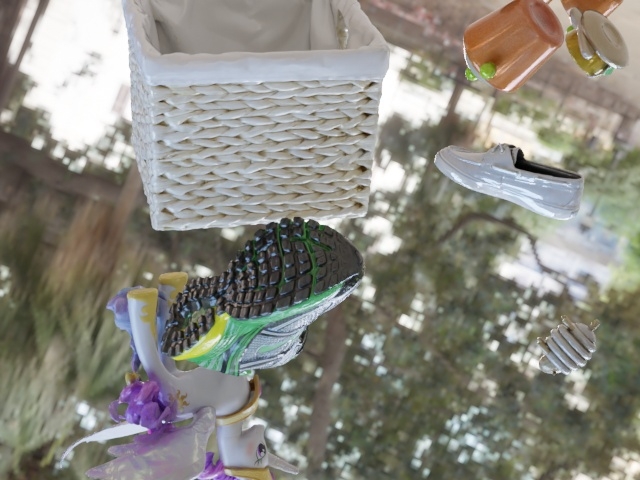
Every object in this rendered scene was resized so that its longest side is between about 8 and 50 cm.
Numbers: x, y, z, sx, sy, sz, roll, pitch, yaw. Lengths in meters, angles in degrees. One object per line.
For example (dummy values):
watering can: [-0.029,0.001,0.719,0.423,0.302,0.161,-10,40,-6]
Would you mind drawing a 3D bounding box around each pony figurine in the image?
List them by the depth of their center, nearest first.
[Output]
pony figurine: [-0.208,0.237,1.808,0.351,0.363,0.303,-7,-168,-19]

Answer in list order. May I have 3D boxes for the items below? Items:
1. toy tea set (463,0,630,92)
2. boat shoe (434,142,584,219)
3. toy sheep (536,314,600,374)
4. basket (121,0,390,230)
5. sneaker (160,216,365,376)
toy tea set: [0.268,-0.269,1.521,0.336,0.124,0.200,3,-120,-45]
boat shoe: [0.226,-0.084,1.456,0.184,0.063,0.066,26,-150,24]
toy sheep: [0.433,0.182,2.119,0.091,0.132,0.091,43,-166,-14]
basket: [-0.101,-0.205,1.714,0.331,0.266,0.328,-6,-148,-13]
sneaker: [-0.055,0.078,1.549,0.146,0.134,0.343,25,146,-30]
